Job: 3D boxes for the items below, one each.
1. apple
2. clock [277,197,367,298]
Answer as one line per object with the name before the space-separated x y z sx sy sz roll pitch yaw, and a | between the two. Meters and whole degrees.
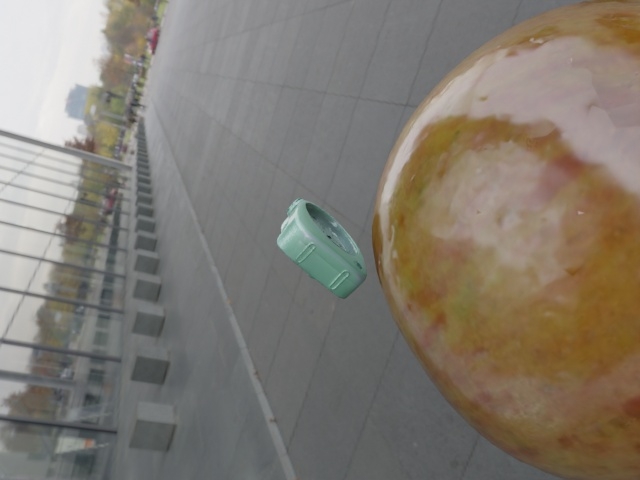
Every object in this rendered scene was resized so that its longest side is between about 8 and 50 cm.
apple | 0.247 -0.011 0.478 0.333 0.400 0.400 -45 34 30
clock | 0.000 0.000 0.629 0.041 0.101 0.135 -46 17 15
